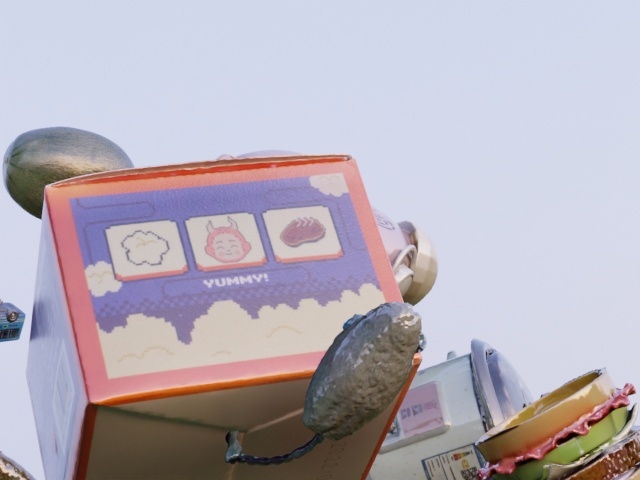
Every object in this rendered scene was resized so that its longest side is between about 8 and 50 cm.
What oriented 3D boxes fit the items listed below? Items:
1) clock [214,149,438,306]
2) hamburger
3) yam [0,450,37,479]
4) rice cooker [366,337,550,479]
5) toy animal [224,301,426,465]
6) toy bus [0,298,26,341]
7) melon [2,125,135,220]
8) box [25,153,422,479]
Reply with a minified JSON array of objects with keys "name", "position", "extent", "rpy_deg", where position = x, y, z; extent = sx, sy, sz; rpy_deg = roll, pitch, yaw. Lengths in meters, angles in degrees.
[{"name":"clock","position":[0.000,0.000,2.486],"extent":[0.342,0.325,0.184],"rpy_deg":[-17,-43,-61]},{"name":"hamburger","position":[0.235,0.211,1.514],"extent":[0.175,0.137,0.175],"rpy_deg":[-28,-3,-2]},{"name":"yam","position":[-0.416,0.379,2.355],"extent":[0.253,0.061,0.061],"rpy_deg":[43,-38,-12]},{"name":"rice cooker","position":[0.189,0.284,2.213],"extent":[0.316,0.317,0.264],"rpy_deg":[-16,-43,18]},{"name":"toy animal","position":[0.005,0.138,1.382],"extent":[0.253,0.070,0.079],"rpy_deg":[-45,9,32]},{"name":"toy bus","position":[-0.377,0.093,1.833],"extent":[0.083,0.046,0.038],"rpy_deg":[-4,26,-44]},{"name":"melon","position":[-0.280,-0.071,1.856],"extent":[0.167,0.114,0.114],"rpy_deg":[14,-26,-23]},{"name":"box","position":[-0.116,0.119,1.617],"extent":[0.318,0.257,0.349],"rpy_deg":[-8,-33,-18]}]
